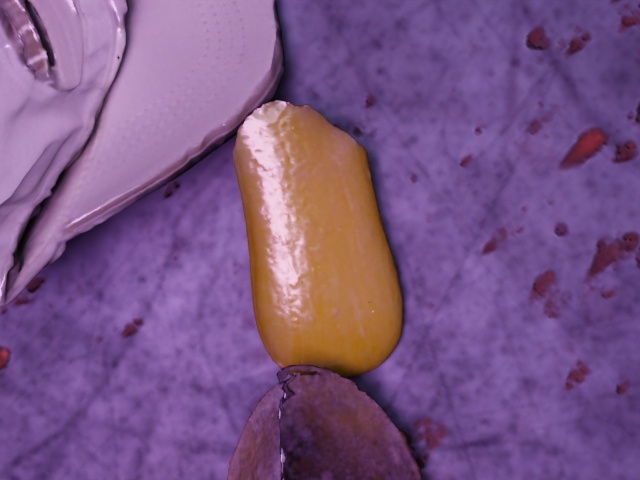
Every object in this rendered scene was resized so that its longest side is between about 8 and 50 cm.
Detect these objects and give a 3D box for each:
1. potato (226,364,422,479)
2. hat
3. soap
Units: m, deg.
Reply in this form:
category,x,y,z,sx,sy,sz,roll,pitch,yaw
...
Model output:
category,x,y,z,sx,sy,sz,roll,pitch,yaw
potato,0.000,0.212,0.656,0.120,0.100,0.261,11,70,-32
hat,-0.178,-0.128,0.664,0.301,0.168,0.257,-31,108,-20
soap,0.000,0.000,0.668,0.089,0.033,0.168,-9,98,-13
